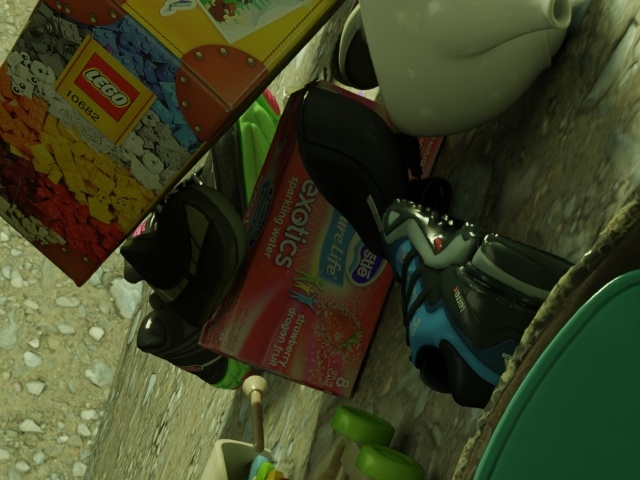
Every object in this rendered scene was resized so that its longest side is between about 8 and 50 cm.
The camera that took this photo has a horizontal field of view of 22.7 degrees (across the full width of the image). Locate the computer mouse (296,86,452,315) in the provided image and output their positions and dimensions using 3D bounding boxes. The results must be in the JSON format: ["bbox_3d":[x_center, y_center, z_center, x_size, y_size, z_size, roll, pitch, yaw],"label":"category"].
[{"bbox_3d":[0.066,-0.069,1.441,0.060,0.262,0.184,-12,45,25],"label":"computer mouse"}]

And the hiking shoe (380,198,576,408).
[{"bbox_3d":[0.096,0.048,1.254,0.304,0.113,0.132,-148,79,-78],"label":"hiking shoe"}]

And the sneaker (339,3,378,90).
[{"bbox_3d":[0.079,-0.239,1.901,0.118,0.083,0.222,-82,18,-45],"label":"sneaker"}]

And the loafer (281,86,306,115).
[{"bbox_3d":[-0.063,-0.121,2.331,0.094,0.087,0.251,-99,32,-67],"label":"loafer"}]

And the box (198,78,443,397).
[{"bbox_3d":[0.000,0.000,1.685,0.142,0.154,0.300,177,115,-76],"label":"box"}]

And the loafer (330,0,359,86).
[{"bbox_3d":[0.084,-0.294,2.026,0.220,0.080,0.078,-61,4,15],"label":"loafer"}]

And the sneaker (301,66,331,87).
[{"bbox_3d":[-0.012,-0.228,2.412,0.032,0.037,0.083,-87,22,-61],"label":"sneaker"}]

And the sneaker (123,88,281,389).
[{"bbox_3d":[-0.149,0.004,2.034,0.185,0.202,0.483,-79,2,-52],"label":"sneaker"}]

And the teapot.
[{"bbox_3d":[0.136,-0.216,1.386,0.252,0.187,0.256,63,-163,-61],"label":"teapot"}]

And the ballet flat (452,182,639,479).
[{"bbox_3d":[0.210,0.014,0.782,0.483,0.164,0.182,-63,-10,2],"label":"ballet flat"}]

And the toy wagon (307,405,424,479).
[{"bbox_3d":[0.014,0.295,1.322,0.344,0.068,0.267,-136,67,-77],"label":"toy wagon"}]

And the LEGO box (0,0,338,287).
[{"bbox_3d":[-0.106,-0.240,1.608,0.500,0.193,0.372,-52,6,-39],"label":"LEGO box"}]

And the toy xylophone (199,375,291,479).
[{"bbox_3d":[-0.081,0.291,1.715,0.322,0.081,0.236,-101,34,-69],"label":"toy xylophone"}]

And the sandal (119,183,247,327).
[{"bbox_3d":[-0.121,0.009,1.634,0.086,0.120,0.303,-44,3,-25],"label":"sandal"}]

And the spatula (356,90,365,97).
[{"bbox_3d":[-0.013,-0.068,2.154,0.084,0.030,0.296,-99,32,-63],"label":"spatula"}]
